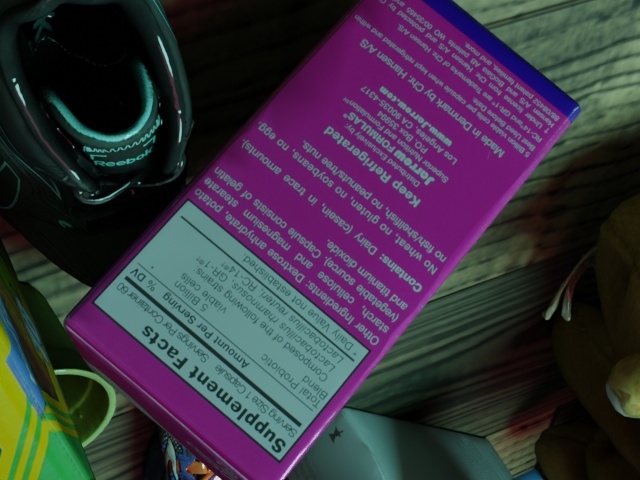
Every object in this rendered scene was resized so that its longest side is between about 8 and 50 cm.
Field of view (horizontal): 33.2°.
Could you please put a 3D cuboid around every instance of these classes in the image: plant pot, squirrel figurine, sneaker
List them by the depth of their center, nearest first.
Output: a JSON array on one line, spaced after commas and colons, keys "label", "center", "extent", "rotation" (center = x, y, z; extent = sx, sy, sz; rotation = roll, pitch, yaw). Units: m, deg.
[{"label": "sneaker", "center": [-0.104, -0.045, 0.464], "extent": [0.101, 0.106, 0.267], "rotation": [-25, 145, -12]}, {"label": "plant pot", "center": [-0.161, 0.067, 0.574], "extent": [0.083, 0.079, 0.083], "rotation": [-19, 143, -15]}, {"label": "sneaker", "center": [-0.069, 0.137, 0.716], "extent": [0.083, 0.087, 0.221], "rotation": [-17, 142, -20]}, {"label": "squirrel figurine", "center": [0.320, 0.148, 0.753], "extent": [0.281, 0.397, 0.370], "rotation": [-24, 143, 2]}]

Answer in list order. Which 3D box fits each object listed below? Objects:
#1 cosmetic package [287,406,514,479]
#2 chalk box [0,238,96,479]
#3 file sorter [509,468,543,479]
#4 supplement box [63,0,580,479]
[{"label": "cosmetic package", "center": [0.087, 0.222, 0.906], "extent": [0.231, 0.117, 0.085], "rotation": [21, 118, -46]}, {"label": "chalk box", "center": [-0.216, 0.002, 0.375], "extent": [0.179, 0.180, 0.289], "rotation": [-22, 144, -12]}, {"label": "file sorter", "center": [0.106, 0.270, 0.790], "extent": [0.170, 0.104, 0.118], "rotation": [-20, 142, -18]}, {"label": "supplement box", "center": [0.000, 0.000, 0.494], "extent": [0.220, 0.114, 0.111], "rotation": [-48, 175, -15]}]
